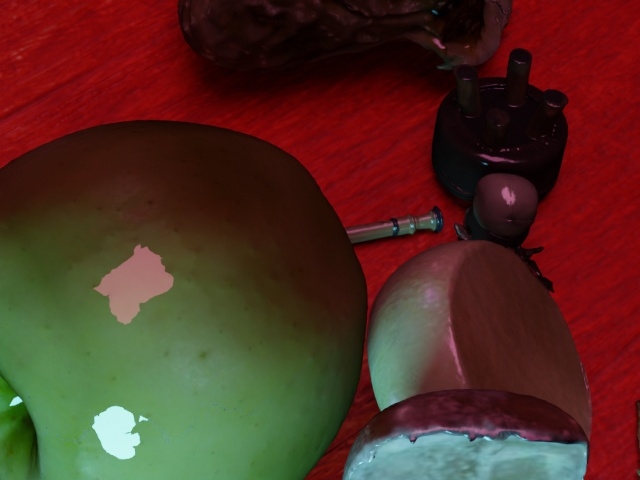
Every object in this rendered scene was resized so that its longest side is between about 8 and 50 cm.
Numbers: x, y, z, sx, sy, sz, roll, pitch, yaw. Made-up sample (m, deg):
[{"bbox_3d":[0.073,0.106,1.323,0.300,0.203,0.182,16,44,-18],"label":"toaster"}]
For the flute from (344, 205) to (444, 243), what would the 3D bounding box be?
[{"bbox_3d":[0.000,0.000,1.785,0.233,0.027,0.027,-11,58,-11],"label":"flute"}]

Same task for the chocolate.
[{"bbox_3d":[0.102,0.224,1.490,0.185,0.303,0.100,-3,40,-5],"label":"chocolate"}]

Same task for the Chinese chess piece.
[{"bbox_3d":[0.135,0.111,1.615,0.092,0.238,0.238,-25,49,33],"label":"Chinese chess piece"}]

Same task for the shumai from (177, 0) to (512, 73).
[{"bbox_3d":[0.045,-0.253,1.875,0.288,0.292,0.330,42,65,-20],"label":"shumai"}]

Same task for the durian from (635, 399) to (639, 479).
[{"bbox_3d":[0.329,0.218,1.652,0.100,0.086,0.215,-24,51,20],"label":"durian"}]

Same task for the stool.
[{"bbox_3d":[0.169,-0.081,1.798,0.125,0.121,0.217,6,51,-2],"label":"stool"}]

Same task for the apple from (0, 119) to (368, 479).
[{"bbox_3d":[-0.132,0.070,1.547,0.357,0.357,0.357,2,56,-3],"label":"apple"}]
